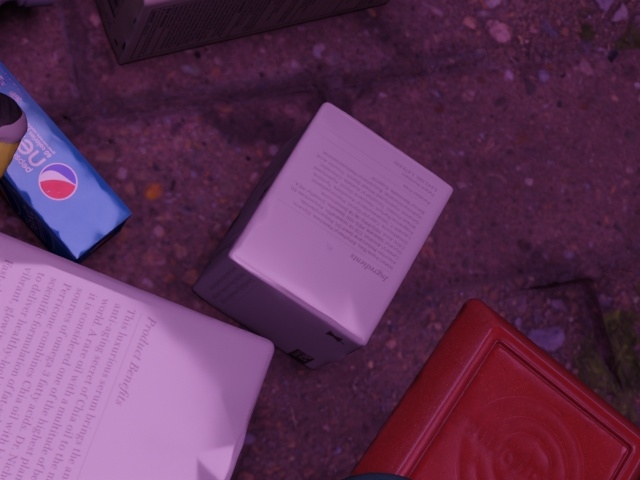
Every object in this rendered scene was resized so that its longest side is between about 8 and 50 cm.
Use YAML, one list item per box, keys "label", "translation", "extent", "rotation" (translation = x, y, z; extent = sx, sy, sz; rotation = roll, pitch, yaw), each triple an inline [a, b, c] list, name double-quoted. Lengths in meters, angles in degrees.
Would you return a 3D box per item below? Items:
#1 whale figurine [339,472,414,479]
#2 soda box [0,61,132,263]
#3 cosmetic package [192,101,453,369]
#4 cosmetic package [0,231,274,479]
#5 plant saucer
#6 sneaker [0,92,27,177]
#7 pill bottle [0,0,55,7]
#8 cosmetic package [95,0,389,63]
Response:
- label: "whale figurine"
  translation: [0.083, 0.322, 1.246]
  extent: [0.216, 0.141, 0.272]
  rotation: [-39, 114, 17]
- label: "soda box"
  translation: [-0.274, -0.075, 1.255]
  extent: [0.071, 0.067, 0.210]
  rotation: [-42, 91, -22]
- label: "cosmetic package"
  translation: [0.000, 0.000, 1.281]
  extent: [0.151, 0.151, 0.184]
  rotation: [34, 68, -7]
- label: "cosmetic package"
  translation: [-0.296, 0.119, 1.149]
  extent: [0.453, 0.161, 0.230]
  rotation: [23, 71, -11]
- label: "plant saucer"
  translation: [0.192, 0.227, 1.344]
  extent: [0.258, 0.048, 0.259]
  rotation: [39, 69, -6]
- label: "sneaker"
  translation: [-0.351, 0.040, 1.013]
  extent: [0.385, 0.145, 0.147]
  rotation: [-52, 126, -24]
- label: "pill bottle"
  translation: [-0.404, -0.267, 1.199]
  extent: [0.323, 0.181, 0.182]
  rotation: [-5, 78, -20]
- label: "cosmetic package"
  translation: [-0.059, -0.281, 1.328]
  extent: [0.309, 0.160, 0.113]
  rotation: [-17, 82, -22]
